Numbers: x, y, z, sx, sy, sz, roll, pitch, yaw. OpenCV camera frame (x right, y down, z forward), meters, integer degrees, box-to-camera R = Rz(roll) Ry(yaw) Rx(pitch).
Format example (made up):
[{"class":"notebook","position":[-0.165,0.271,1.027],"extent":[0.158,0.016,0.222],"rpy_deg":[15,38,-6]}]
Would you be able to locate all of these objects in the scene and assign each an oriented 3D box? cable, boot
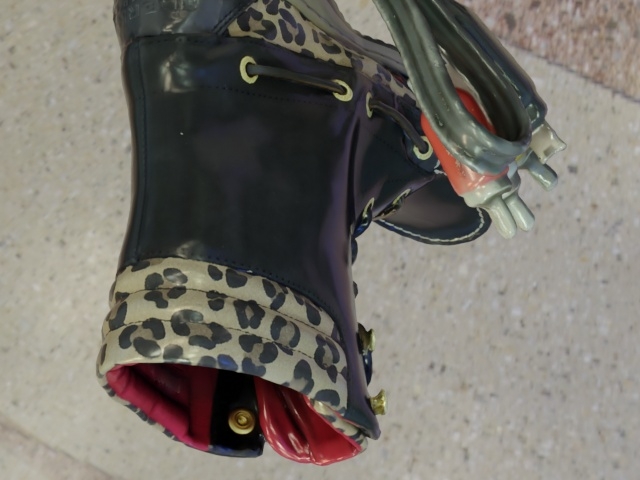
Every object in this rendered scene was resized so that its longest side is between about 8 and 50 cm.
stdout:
[{"class":"cable","position":[0.038,-0.123,0.707],"extent":[0.072,0.139,0.287],"rpy_deg":[-41,89,27]},{"class":"boot","position":[0.000,0.000,0.789],"extent":[0.138,0.284,0.377],"rpy_deg":[-15,149,28]}]
